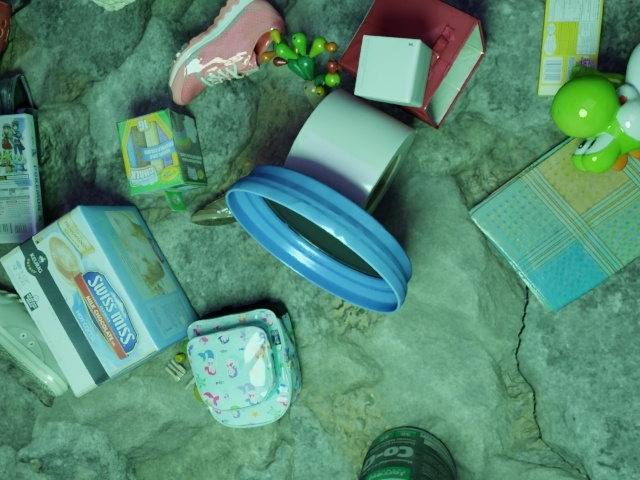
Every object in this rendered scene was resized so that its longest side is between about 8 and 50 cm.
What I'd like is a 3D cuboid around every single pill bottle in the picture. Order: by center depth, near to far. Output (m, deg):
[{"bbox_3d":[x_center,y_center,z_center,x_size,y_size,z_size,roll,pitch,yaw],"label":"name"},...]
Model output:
[{"bbox_3d":[0.157,0.518,1.055,0.205,0.361,0.204,1,94,13],"label":"pill bottle"}]

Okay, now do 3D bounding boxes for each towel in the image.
[{"bbox_3d":[0.525,-0.062,1.099,0.370,0.040,0.271,-38,86,11],"label":"towel"}]

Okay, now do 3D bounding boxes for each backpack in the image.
[{"bbox_3d":[-0.161,0.277,1.209,0.225,0.191,0.253,-12,96,13],"label":"backpack"}]

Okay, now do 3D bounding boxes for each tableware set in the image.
[{"bbox_3d":[-0.285,0.315,1.318,0.154,0.024,0.104,40,98,9],"label":"tableware set"}]

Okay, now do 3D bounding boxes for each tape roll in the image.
[{"bbox_3d":[0.053,-0.151,1.094,0.169,0.246,0.246,31,100,9],"label":"tape roll"}]

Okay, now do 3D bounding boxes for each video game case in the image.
[{"bbox_3d":[-0.827,-0.139,1.323,0.330,0.036,0.299,-2,95,9],"label":"video game case"}]

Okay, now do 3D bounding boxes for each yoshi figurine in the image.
[{"bbox_3d":[0.550,-0.296,0.982,0.203,0.204,0.362,38,93,26],"label":"yoshi figurine"}]

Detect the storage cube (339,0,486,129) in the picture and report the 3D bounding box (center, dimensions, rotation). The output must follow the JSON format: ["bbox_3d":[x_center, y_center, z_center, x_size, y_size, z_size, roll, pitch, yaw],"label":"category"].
[{"bbox_3d":[0.182,-0.352,1.072,0.193,0.215,0.183,34,101,15],"label":"storage cube"}]

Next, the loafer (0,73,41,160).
[{"bbox_3d":[-0.725,-0.297,1.348,0.078,0.076,0.223,-20,86,22],"label":"loafer"}]

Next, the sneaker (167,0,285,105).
[{"bbox_3d":[-0.205,-0.396,1.203,0.136,0.116,0.314,46,102,5],"label":"sneaker"}]

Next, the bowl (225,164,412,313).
[{"bbox_3d":[0.000,0.000,1.058,0.391,0.391,0.077,31,74,9],"label":"bowl"}]

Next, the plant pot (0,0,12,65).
[{"bbox_3d":[-0.840,-0.497,1.307,0.191,0.191,0.173,14,103,12],"label":"plant pot"}]

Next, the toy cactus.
[{"bbox_3d":[-0.027,-0.337,1.136,0.219,0.180,0.112,32,68,34],"label":"toy cactus"}]

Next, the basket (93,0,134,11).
[{"bbox_3d":[-0.414,-0.658,1.011,0.267,0.328,0.331,-19,90,15],"label":"basket"}]

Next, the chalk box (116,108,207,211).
[{"bbox_3d":[-0.347,-0.167,1.242,0.132,0.132,0.212,-10,90,13],"label":"chalk box"}]

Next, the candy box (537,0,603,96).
[{"bbox_3d":[0.489,-0.387,1.089,0.105,0.027,0.205,4,95,10],"label":"candy box"}]

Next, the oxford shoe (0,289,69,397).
[{"bbox_3d":[-0.748,0.206,1.370,0.450,0.169,0.130,33,56,16],"label":"oxford shoe"}]

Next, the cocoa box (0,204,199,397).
[{"bbox_3d":[-0.473,0.120,1.238,0.228,0.231,0.347,-31,87,12],"label":"cocoa box"}]

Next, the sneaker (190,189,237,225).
[{"bbox_3d":[-0.204,-0.080,1.260,0.189,0.066,0.071,-9,75,8],"label":"sneaker"}]

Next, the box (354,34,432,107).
[{"bbox_3d":[0.124,-0.286,0.941,0.102,0.087,0.101,14,103,21],"label":"box"}]
